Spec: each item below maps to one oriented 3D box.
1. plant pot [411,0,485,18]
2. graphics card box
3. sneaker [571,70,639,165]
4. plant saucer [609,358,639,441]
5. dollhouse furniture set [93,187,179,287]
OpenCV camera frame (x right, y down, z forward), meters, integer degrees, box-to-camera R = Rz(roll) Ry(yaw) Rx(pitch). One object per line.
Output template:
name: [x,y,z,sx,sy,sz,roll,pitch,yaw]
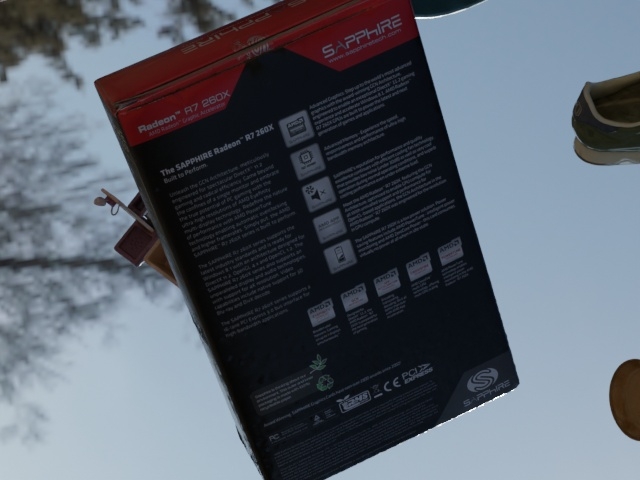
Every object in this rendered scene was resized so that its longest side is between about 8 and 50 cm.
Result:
plant pot: [0.119,-0.372,1.323,0.195,0.290,0.290,55,-28,21]
graphics card box: [0.000,0.000,1.139,0.094,0.233,0.371,48,-19,60]
sneaker: [0.310,-0.113,1.256,0.086,0.192,0.064,67,21,-53]
plant saucer: [0.325,0.160,1.481,0.083,0.015,0.083,4,-85,59]
dollhouse furniture set: [-0.141,-0.017,1.297,0.114,0.091,0.081,34,-7,36]
